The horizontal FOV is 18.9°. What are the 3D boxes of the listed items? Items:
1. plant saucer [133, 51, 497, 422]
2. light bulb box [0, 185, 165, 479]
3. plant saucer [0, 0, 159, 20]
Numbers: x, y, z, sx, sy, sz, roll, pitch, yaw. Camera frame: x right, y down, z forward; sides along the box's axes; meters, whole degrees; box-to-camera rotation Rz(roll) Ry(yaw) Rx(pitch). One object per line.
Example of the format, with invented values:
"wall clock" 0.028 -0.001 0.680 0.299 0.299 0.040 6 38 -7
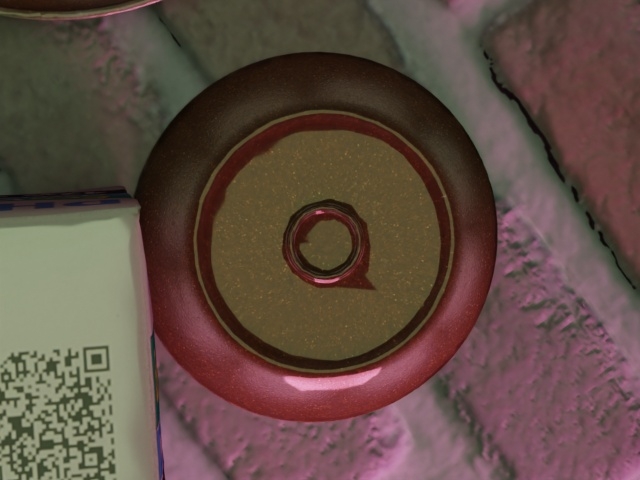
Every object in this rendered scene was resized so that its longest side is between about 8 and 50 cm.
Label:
"plant saucer" 0.000 0.000 1.010 0.199 0.036 0.198 -1 94 -8
"light bulb box" -0.246 0.164 0.891 0.358 0.225 0.361 -3 94 -7
"plant saucer" -0.137 -0.265 0.961 0.311 0.050 0.310 -1 94 -8
